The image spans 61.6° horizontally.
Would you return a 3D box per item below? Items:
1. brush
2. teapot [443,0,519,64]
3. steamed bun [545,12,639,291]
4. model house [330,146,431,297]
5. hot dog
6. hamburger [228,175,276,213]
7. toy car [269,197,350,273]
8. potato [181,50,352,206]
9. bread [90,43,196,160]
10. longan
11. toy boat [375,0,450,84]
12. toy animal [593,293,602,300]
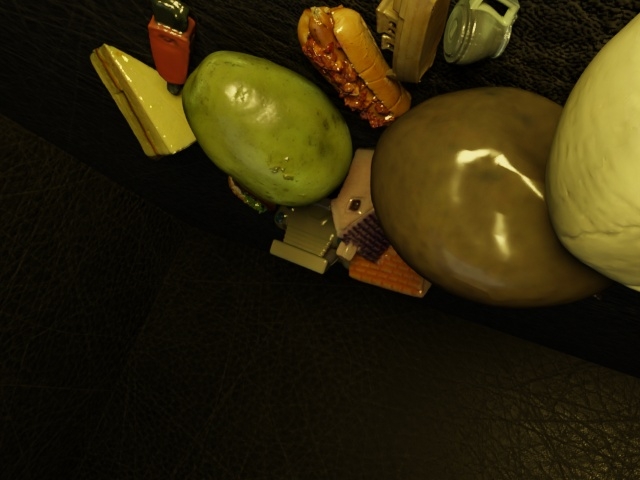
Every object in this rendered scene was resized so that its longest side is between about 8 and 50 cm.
[{"bbox_3d":[-0.257,-0.331,0.934,0.070,0.051,0.323,19,168,-13],"label":"brush"},{"bbox_3d":[0.168,-0.223,0.557,0.057,0.066,0.088,5,149,-11],"label":"teapot"},{"bbox_3d":[0.357,-0.078,0.390,0.334,0.232,0.312,13,167,5],"label":"steamed bun"},{"bbox_3d":[0.152,-0.027,1.063,0.202,0.237,0.237,17,168,37],"label":"model house"},{"bbox_3d":[0.044,-0.227,0.728,0.102,0.076,0.249,20,171,35],"label":"hot dog"},{"bbox_3d":[-0.180,-0.150,1.431,0.087,0.137,0.166,-15,140,38],"label":"hamburger"},{"bbox_3d":[0.000,0.000,1.559,0.242,0.226,0.336,21,168,12],"label":"toy car"},{"bbox_3d":[-0.081,-0.181,0.887,0.304,0.215,0.216,38,164,-24],"label":"potato"},{"bbox_3d":[-0.351,-0.326,1.179,0.168,0.163,0.264,10,133,54],"label":"bread"},{"bbox_3d":[0.226,-0.048,0.692,0.350,0.288,0.288,27,171,19],"label":"longan"},{"bbox_3d":[0.096,-0.240,0.597,0.072,0.064,0.206,36,171,9],"label":"toy boat"},{"bbox_3d":[0.543,0.079,1.219,0.186,0.093,0.214,6,154,44],"label":"toy animal"}]
